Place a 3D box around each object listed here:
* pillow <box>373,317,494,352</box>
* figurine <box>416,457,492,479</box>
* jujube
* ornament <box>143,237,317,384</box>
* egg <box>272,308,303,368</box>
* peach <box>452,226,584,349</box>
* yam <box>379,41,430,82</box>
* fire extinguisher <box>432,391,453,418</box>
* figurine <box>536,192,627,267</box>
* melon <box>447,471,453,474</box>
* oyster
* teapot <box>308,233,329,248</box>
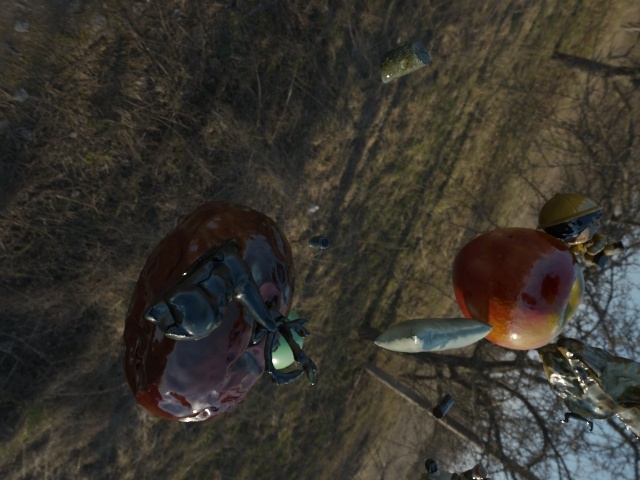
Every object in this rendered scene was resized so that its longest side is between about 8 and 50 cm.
[{"bbox_3d":[0.272,0.223,0.977,0.254,0.144,0.078,3,77,-27],"label":"pillow"},{"bbox_3d":[0.286,0.552,0.903,0.094,0.147,0.197,-9,149,-35],"label":"figurine"},{"bbox_3d":[-0.196,0.115,0.736,0.276,0.277,0.376,22,86,-64],"label":"jujube"},{"bbox_3d":[-0.096,0.126,0.557,0.080,0.236,0.202,-30,-166,23],"label":"ornament"},{"bbox_3d":[-0.172,0.360,1.542,0.220,0.221,0.269,-34,136,-42],"label":"egg"},{"bbox_3d":[0.596,0.135,1.285,0.388,0.389,0.388,-42,149,-33],"label":"peach"},{"bbox_3d":[0.301,-0.654,1.493,0.107,0.183,0.106,2,87,-45],"label":"yam"},{"bbox_3d":[0.474,0.626,1.566,0.158,0.043,0.064,-9,91,-56],"label":"fire extinguisher"},{"bbox_3d":[0.814,-0.038,1.297,0.192,0.257,0.167,-36,-166,48],"label":"figurine"},{"bbox_3d":[0.390,0.774,1.253,0.114,0.168,0.114,-61,-168,23],"label":"melon"},{"bbox_3d":[0.490,0.247,0.603,0.197,0.337,0.133,75,39,-64],"label":"oyster"},{"bbox_3d":[-0.004,-0.001,1.524,0.049,0.083,0.063,27,79,-34],"label":"teapot"}]
